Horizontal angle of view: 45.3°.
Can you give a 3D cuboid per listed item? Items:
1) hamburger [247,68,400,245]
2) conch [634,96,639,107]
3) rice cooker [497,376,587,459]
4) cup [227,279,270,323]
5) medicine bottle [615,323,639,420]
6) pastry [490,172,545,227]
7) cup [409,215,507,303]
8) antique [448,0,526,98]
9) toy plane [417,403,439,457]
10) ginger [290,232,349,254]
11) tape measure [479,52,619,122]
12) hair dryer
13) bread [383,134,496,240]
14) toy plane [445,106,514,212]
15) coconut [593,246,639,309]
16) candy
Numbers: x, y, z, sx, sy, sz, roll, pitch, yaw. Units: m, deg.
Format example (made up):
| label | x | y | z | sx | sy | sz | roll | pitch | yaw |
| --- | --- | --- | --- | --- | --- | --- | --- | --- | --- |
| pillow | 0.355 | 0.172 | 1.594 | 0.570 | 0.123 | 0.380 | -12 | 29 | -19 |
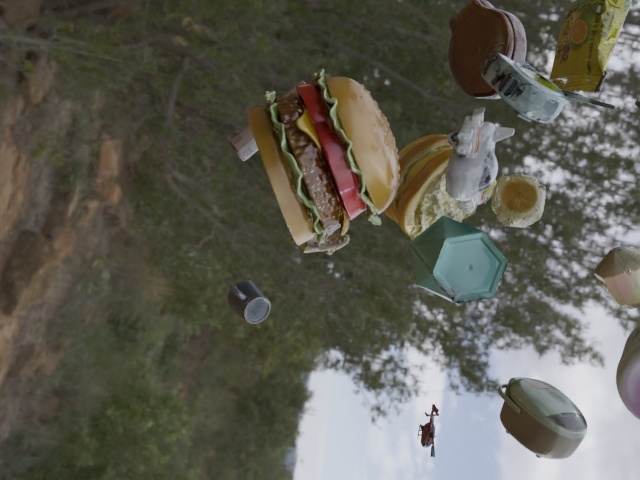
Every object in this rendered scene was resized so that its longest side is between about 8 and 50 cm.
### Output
| label | x | y | z | sx | sy | sz | roll | pitch | yaw |
| --- | --- | --- | --- | --- | --- | --- | --- | --- | --- |
| hamburger | 0.018 | -0.141 | 1.261 | 0.274 | 0.212 | 0.275 | -20 | 90 | -88 |
| conch | 0.472 | -0.199 | 1.021 | 0.180 | 0.065 | 0.088 | -35 | 160 | -51 |
| rice cooker | 0.470 | 0.379 | 1.643 | 0.206 | 0.145 | 0.127 | 35 | -68 | 57 |
| cup | -0.166 | 0.135 | 1.732 | 0.078 | 0.100 | 0.077 | -49 | -140 | -3 |
| medicine bottle | 0.909 | 0.309 | 1.961 | 0.325 | 0.256 | 0.256 | -33 | 141 | -54 |
| pastry | 0.572 | -0.116 | 2.220 | 0.088 | 0.165 | 0.166 | 63 | 36 | -67 |
| cup | 0.215 | 0.036 | 1.218 | 0.148 | 0.134 | 0.235 | -43 | 178 | 5 |
| antique | 0.454 | -0.509 | 2.071 | 0.223 | 0.129 | 0.278 | -43 | -118 | 44 |
| toy plane | 0.298 | 0.512 | 2.090 | 0.060 | 0.037 | 0.145 | -144 | -121 | -67 |
| ginger | -0.001 | 0.005 | 1.807 | 0.044 | 0.137 | 0.058 | 174 | -83 | -82 |
| tape measure | 0.482 | -0.274 | 1.565 | 0.084 | 0.330 | 0.164 | -54 | -150 | 33 |
| hair dryer | -0.084 | -0.248 | 1.613 | 0.195 | 0.054 | 0.220 | -38 | -179 | 9 |
| bread | 0.305 | -0.169 | 2.149 | 0.211 | 0.315 | 0.270 | 43 | 10 | -47 |
| toy plane | 0.337 | -0.176 | 1.648 | 0.244 | 0.117 | 0.245 | 9 | 90 | -69 |
| coconut | 0.789 | 0.086 | 1.970 | 0.153 | 0.147 | 0.147 | 59 | 12 | -14 |
| candy | 0.589 | -0.456 | 1.658 | 0.297 | 0.081 | 0.187 | -68 | -158 | -2 |
